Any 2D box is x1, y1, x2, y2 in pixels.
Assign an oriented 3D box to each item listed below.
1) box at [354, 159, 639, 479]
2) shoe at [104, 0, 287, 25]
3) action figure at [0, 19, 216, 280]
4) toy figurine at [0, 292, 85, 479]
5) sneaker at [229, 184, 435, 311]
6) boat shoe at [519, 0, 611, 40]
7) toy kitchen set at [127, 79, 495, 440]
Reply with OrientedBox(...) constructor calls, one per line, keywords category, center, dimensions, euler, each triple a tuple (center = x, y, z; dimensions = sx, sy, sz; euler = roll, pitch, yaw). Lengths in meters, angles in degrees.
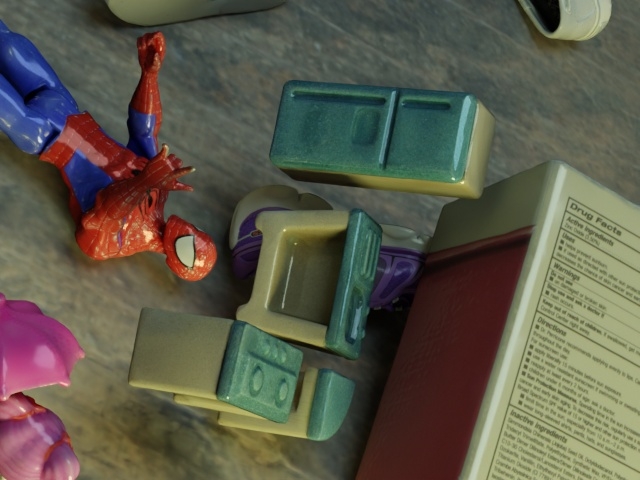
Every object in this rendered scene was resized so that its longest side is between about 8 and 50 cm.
OrientedBox(category="box", center=(0.128, 0.096, 1.091), dimensions=(0.149, 0.127, 0.232), euler=(29, 66, -21))
OrientedBox(category="shoe", center=(-0.087, -0.192, 1.226), dimensions=(0.178, 0.063, 0.081), euler=(-12, 67, -48))
OrientedBox(category="action figure", center=(-0.147, -0.093, 1.056), dimensions=(0.280, 0.139, 0.091), euler=(45, 44, -7))
OrientedBox(category="toy figurine", center=(-0.164, 0.098, 0.884), dimensions=(0.130, 0.159, 0.173), euler=(-28, 80, -46))
OrientedBox(category="sneaker", center=(0.019, 0.026, 1.164), dimensions=(0.170, 0.068, 0.071), euler=(19, 65, -16))
OrientedBox(category="boat shoe", center=(0.157, -0.235, 1.453), dimensions=(0.063, 0.066, 0.184), euler=(-13, 79, -44))
OrientedBox(category="toy kitchen set", center=(0.000, 0.000, 1.022), dimensions=(0.166, 0.122, 0.207), euler=(35, 63, -65))
